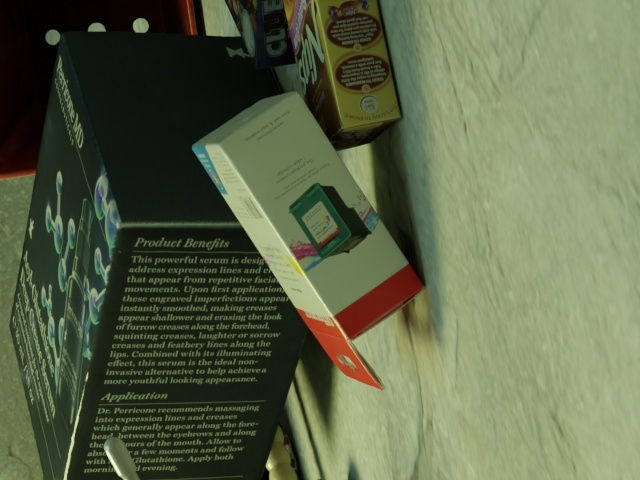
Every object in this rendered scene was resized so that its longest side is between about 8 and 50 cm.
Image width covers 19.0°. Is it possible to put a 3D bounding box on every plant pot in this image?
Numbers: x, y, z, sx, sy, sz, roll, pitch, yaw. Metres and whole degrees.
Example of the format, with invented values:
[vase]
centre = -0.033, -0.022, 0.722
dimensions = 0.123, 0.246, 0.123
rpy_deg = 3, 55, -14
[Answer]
[plant pot]
centre = -0.275, -0.239, 2.290
dimensions = 0.236, 0.267, 0.267
rpy_deg = -98, 0, -78

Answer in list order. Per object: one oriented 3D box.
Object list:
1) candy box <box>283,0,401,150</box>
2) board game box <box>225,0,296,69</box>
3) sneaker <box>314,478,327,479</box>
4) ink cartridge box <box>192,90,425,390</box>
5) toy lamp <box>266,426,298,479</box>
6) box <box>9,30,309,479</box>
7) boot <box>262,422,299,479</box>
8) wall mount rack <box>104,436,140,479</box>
[candy box]
centre = 0.010, -0.170, 1.501
dimensions = 0.109, 0.053, 0.187
rpy_deg = 145, 112, -76
[board game box]
centre = -0.061, -0.301, 1.729
dimensions = 0.165, 0.042, 0.243
rpy_deg = -114, 19, -47
[sneaker]
centre = 0.002, 0.344, 1.853
dimensions = 0.087, 0.092, 0.229
rpy_deg = -142, 44, -74
[ink cartridge box]
centre = 0.000, 0.000, 1.517
dimensions = 0.231, 0.078, 0.134
rpy_deg = 57, 170, -9
[toy lamp]
centre = -0.050, 0.213, 2.017
dimensions = 0.080, 0.080, 0.275
rpy_deg = 102, 153, -60
[box]
centre = -0.158, 0.040, 1.873
dimensions = 0.293, 0.212, 0.395
rpy_deg = -113, 31, -46
[boot]
centre = -0.129, 0.244, 2.223
dimensions = 0.284, 0.138, 0.377
rpy_deg = 103, 147, -62
[wall mount rack]
centre = -0.145, 0.351, 1.593
dimensions = 0.350, 0.130, 0.304
rpy_deg = -124, 48, -69
